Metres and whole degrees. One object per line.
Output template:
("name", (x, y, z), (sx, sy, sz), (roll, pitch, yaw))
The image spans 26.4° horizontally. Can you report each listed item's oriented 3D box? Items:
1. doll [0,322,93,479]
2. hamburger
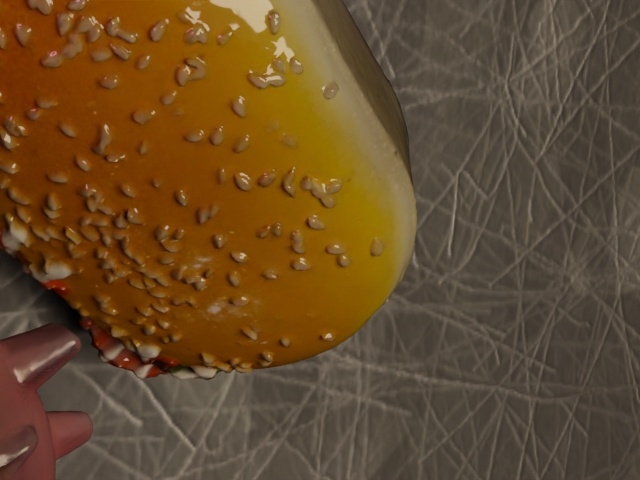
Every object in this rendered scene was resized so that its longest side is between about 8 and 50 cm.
("doll", (-0.210, 0.105, 0.662), (0.211, 0.093, 0.262), (-19, 111, -30))
("hamburger", (-0.078, -0.054, 0.669), (0.295, 0.227, 0.151), (58, 39, -28))
